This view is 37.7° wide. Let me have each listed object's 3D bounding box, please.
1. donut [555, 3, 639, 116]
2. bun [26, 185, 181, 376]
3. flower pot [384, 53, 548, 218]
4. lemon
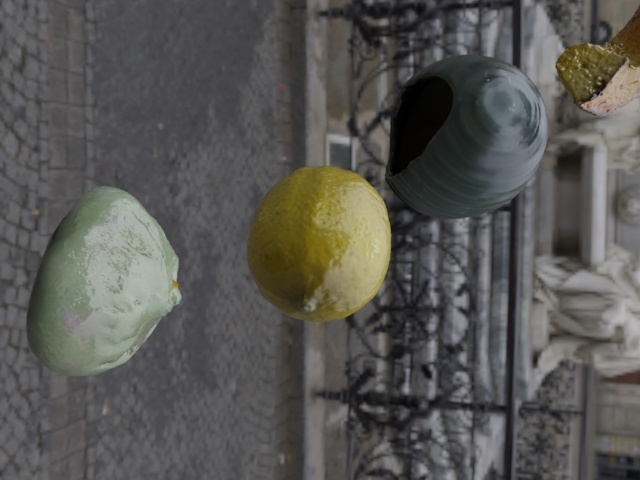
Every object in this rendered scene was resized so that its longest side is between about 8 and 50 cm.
[{"bbox_3d":[0.462,-0.276,1.381,0.259,0.101,0.152,-42,155,4],"label":"donut"},{"bbox_3d":[-0.297,0.075,1.359,0.283,0.179,0.283,19,90,-85],"label":"bun"},{"bbox_3d":[0.170,-0.121,1.124,0.243,0.157,0.189,156,-60,-68],"label":"flower pot"},{"bbox_3d":[0.000,0.000,1.598,0.319,0.245,0.245,-77,159,-46],"label":"lemon"}]
